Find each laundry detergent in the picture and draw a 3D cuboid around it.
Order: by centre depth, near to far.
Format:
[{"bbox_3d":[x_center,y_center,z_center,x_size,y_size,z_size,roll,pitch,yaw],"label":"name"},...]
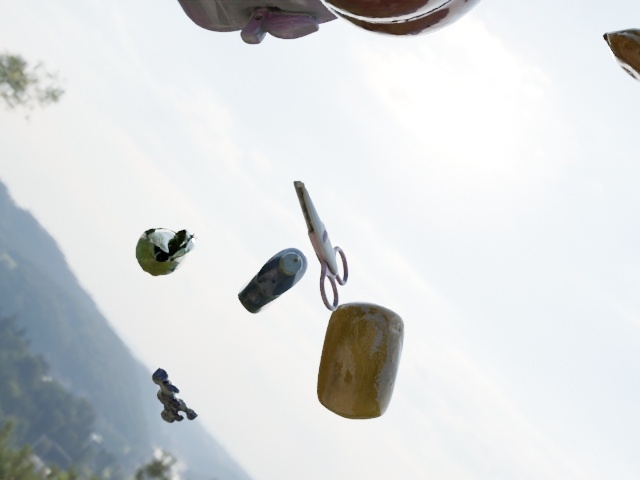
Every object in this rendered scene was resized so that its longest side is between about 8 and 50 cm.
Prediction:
[{"bbox_3d":[-0.072,0.061,1.613,0.061,0.096,0.206,54,-24,2],"label":"laundry detergent"}]

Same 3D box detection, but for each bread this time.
[{"bbox_3d":[0.071,0.217,1.799,0.147,0.217,0.098,8,-4,9],"label":"bread"}]

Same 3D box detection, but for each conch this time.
[{"bbox_3d":[-0.246,0.014,1.584,0.079,0.095,0.201,63,-22,-10],"label":"conch"}]

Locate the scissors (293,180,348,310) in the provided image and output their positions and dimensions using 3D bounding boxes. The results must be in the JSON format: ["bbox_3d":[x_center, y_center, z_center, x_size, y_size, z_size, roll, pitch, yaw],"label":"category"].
[{"bbox_3d":[0.000,0.000,1.177,0.022,0.085,0.176,-1,-51,25],"label":"scissors"}]

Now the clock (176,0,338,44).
[{"bbox_3d":[-0.067,-0.433,1.413,0.338,0.338,0.102,37,-9,34],"label":"clock"}]

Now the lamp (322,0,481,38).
[{"bbox_3d":[0.045,-0.328,0.864,0.239,0.305,0.305,-2,-36,18],"label":"lamp"}]

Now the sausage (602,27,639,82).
[{"bbox_3d":[0.589,-0.220,1.556,0.354,0.116,0.134,47,21,7],"label":"sausage"}]

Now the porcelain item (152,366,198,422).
[{"bbox_3d":[-0.219,0.254,1.535,0.075,0.021,0.136,27,-35,22],"label":"porcelain item"}]
